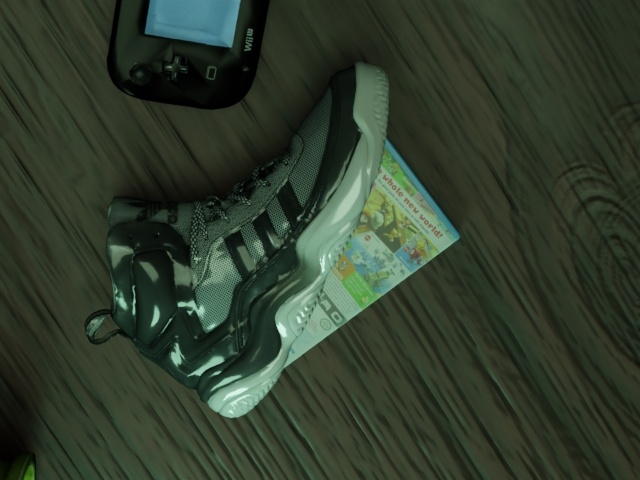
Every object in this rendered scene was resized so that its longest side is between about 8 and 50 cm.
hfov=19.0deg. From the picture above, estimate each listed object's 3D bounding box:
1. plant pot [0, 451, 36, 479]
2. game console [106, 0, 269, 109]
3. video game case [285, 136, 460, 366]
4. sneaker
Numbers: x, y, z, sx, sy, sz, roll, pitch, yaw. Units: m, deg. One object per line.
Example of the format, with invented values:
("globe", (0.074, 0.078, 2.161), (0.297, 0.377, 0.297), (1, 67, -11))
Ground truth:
("plant pot", (-0.391, 0.295, 1.242), (0.353, 0.366, 0.366), (9, 102, -4))
("game console", (-0.053, -0.266, 1.298), (0.213, 0.044, 0.361), (10, 103, -5))
("video game case", (0.000, 0.000, 1.376), (0.166, 0.015, 0.119), (-37, 102, 5))
("sneaker", (-0.062, -0.018, 1.306), (0.153, 0.101, 0.268), (24, 103, -10))
